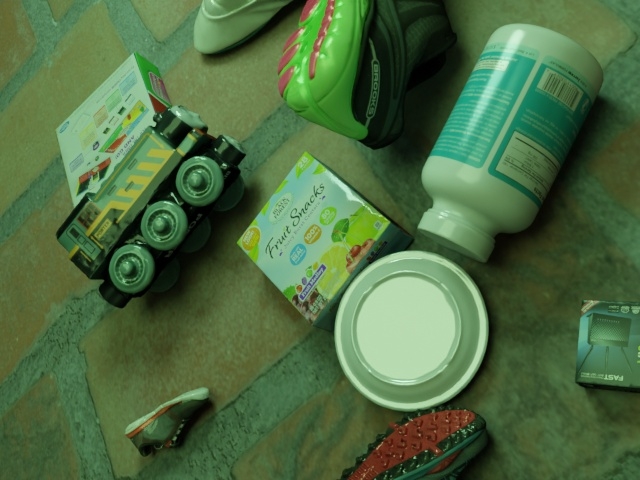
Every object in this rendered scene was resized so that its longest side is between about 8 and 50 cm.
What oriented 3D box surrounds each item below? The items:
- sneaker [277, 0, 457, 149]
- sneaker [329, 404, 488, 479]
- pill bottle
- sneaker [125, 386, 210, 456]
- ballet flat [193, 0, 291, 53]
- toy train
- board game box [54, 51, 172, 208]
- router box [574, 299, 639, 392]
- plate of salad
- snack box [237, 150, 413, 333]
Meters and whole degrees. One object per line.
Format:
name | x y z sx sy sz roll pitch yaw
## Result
sneaker | 0.093 -0.325 1.083 0.185 0.202 0.483 -15 45 50
sneaker | 0.091 0.297 0.868 0.262 0.125 0.104 -36 20 -7
pill bottle | 0.215 -0.110 0.907 0.146 0.146 0.264 26 87 40
sneaker | -0.219 0.273 1.137 0.158 0.061 0.065 -33 82 22
ballet flat | -0.095 -0.455 1.295 0.400 0.139 0.139 -20 60 29
toy train | -0.269 -0.056 1.216 0.190 0.142 0.334 41 98 11
board game box | -0.371 -0.165 1.418 0.242 0.064 0.317 -38 53 18
router box | 0.334 0.112 0.796 0.122 0.038 0.092 -2 71 36
plate of salad | 0.112 0.112 0.948 0.199 0.048 0.200 -8 72 24
snack box | 0.000 0.000 1.070 0.174 0.070 0.207 -53 48 7
